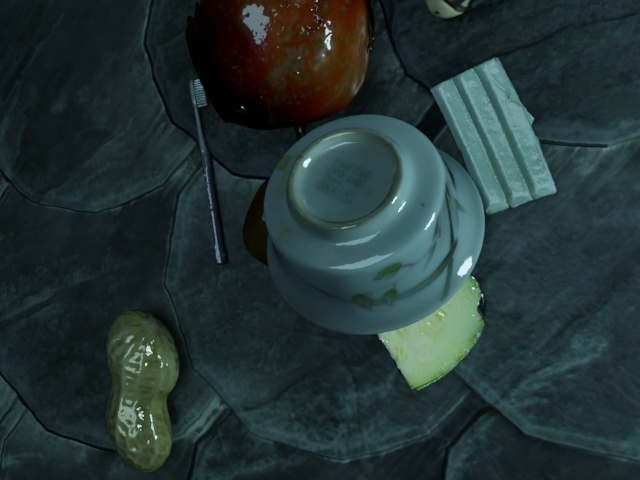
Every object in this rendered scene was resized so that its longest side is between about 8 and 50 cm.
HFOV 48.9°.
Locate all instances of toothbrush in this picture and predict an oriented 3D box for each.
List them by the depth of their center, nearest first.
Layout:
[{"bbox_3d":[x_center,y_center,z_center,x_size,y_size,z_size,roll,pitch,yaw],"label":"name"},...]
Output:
[{"bbox_3d":[-0.204,-0.130,1.302,0.029,0.024,0.353,-10,84,13],"label":"toothbrush"}]

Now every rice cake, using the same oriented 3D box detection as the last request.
[{"bbox_3d":[0.271,-0.163,1.096,0.127,0.043,0.237,-23,81,21],"label":"rice cake"}]

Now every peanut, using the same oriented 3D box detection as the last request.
[{"bbox_3d":[-0.325,0.277,1.293,0.136,0.120,0.298,2,92,27],"label":"peanut"}]

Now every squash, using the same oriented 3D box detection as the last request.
[{"bbox_3d":[0.164,0.113,1.120,0.184,0.085,0.191,-34,107,-9],"label":"squash"}]

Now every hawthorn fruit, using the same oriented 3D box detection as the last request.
[{"bbox_3d":[-0.070,-0.319,1.115,0.316,0.316,0.315,-1,89,22],"label":"hawthorn fruit"}]

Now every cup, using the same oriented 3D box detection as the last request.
[{"bbox_3d":[0.057,-0.050,1.033,0.347,0.163,0.347,-8,61,15],"label":"cup"}]

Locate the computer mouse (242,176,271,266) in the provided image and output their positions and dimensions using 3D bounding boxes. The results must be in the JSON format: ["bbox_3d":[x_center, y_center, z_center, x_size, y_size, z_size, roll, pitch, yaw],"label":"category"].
[{"bbox_3d":[0.000,0.000,1.191,0.310,0.072,0.158,27,97,22],"label":"computer mouse"}]

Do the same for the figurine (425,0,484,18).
[{"bbox_3d":[0.254,-0.518,1.031,0.412,0.241,0.306,-34,68,29],"label":"figurine"}]
